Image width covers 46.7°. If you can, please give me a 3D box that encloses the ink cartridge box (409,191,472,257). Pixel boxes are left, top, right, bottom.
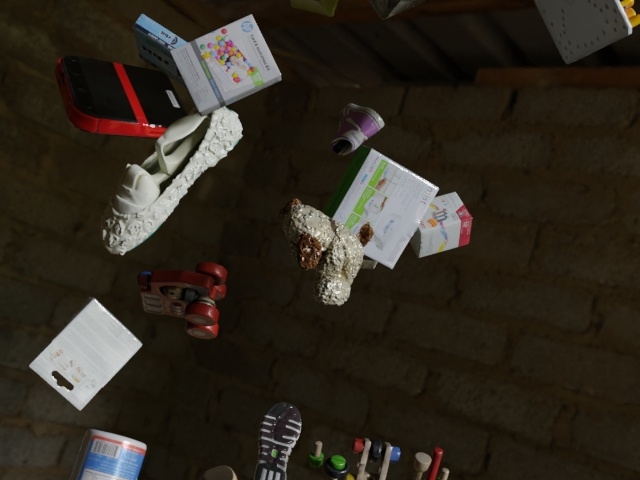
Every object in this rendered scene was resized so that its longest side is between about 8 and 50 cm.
[{"bbox_3d":[0.366,-0.049,2.333,0.176,0.128,0.127,-16,-40,-10],"label":"ink cartridge box"}]

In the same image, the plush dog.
[{"bbox_3d":[0.000,0.000,1.834,0.225,0.210,0.262,35,17,-41],"label":"plush dog"}]

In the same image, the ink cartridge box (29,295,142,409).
[{"bbox_3d":[-0.617,0.294,1.947,0.189,0.232,0.066,50,-18,-22],"label":"ink cartridge box"}]

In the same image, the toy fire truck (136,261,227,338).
[{"bbox_3d":[-0.417,0.166,2.202,0.253,0.170,0.302,10,-26,-4],"label":"toy fire truck"}]

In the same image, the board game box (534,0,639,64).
[{"bbox_3d":[0.600,-0.644,1.795,0.390,0.050,0.390,62,0,-4],"label":"board game box"}]

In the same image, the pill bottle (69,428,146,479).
[{"bbox_3d":[-0.424,0.486,1.418,0.124,0.222,0.124,13,-21,5],"label":"pill bottle"}]

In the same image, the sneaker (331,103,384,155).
[{"bbox_3d":[0.079,-0.342,2.317,0.102,0.161,0.282,47,-4,-15],"label":"sneaker"}]

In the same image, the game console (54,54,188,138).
[{"bbox_3d":[-0.559,-0.403,2.105,0.341,0.060,0.387,5,36,-32],"label":"game console"}]

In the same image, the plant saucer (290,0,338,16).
[{"bbox_3d":[-0.012,-0.740,2.078,0.045,0.189,0.188,5,17,-45],"label":"plant saucer"}]

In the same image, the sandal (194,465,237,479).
[{"bbox_3d":[-0.280,0.545,1.538,0.239,0.088,0.079,-19,-47,1],"label":"sandal"}]

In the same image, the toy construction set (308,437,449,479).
[{"bbox_3d":[0.146,0.619,1.740,0.308,0.237,0.257,-1,24,-28],"label":"toy construction set"}]

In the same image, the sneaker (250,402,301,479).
[{"bbox_3d":[-0.136,0.574,1.950,0.106,0.281,0.163,21,-48,-2],"label":"sneaker"}]

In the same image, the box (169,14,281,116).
[{"bbox_3d":[-0.194,-0.359,1.523,0.186,0.145,0.038,-25,-5,-6],"label":"box"}]

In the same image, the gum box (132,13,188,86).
[{"bbox_3d":[-0.349,-0.429,1.711,0.157,0.041,0.184,32,-12,-3],"label":"gum box"}]

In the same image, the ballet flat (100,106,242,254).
[{"bbox_3d":[-0.342,-0.155,1.589,0.147,0.409,0.147,41,-10,9],"label":"ballet flat"}]

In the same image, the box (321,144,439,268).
[{"bbox_3d":[0.156,-0.093,2.043,0.231,0.262,0.127,27,7,-17],"label":"box"}]

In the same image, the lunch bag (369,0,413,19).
[{"bbox_3d":[0.172,-0.726,1.851,0.169,0.235,0.287,-32,-85,41],"label":"lunch bag"}]
